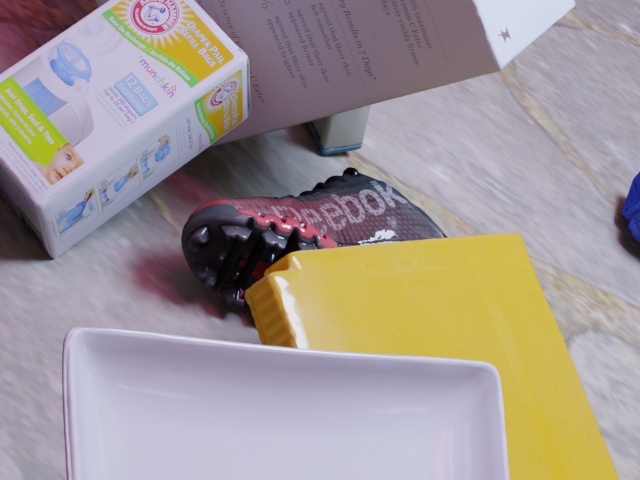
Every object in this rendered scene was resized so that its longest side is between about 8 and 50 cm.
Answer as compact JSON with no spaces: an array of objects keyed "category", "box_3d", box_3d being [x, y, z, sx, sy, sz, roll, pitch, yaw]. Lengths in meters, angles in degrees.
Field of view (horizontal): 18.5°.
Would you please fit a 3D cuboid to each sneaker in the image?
[{"category":"sneaker","box_3d":[0.000,0.000,1.638,0.276,0.097,0.135,11,43,-31]}]

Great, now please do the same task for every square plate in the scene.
[{"category":"square plate","box_3d":[-0.017,0.240,1.301,0.347,0.049,0.344,7,71,-31]}]

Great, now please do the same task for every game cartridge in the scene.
[{"category":"game cartridge","box_3d":[0.102,0.153,1.516,0.285,0.052,0.324,-4,66,-40]}]

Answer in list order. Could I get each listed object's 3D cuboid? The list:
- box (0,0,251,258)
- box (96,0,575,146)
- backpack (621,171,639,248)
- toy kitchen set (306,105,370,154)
[{"category":"box","box_3d":[-0.166,-0.101,1.538,0.203,0.103,0.114,-36,72,-16]},{"category":"box","box_3d":[0.000,-0.226,1.635,0.168,0.345,0.215,-41,113,-53]},{"category":"backpack","box_3d":[0.369,-0.018,1.950,0.120,0.098,0.101,35,57,-14]},{"category":"toy kitchen set","box_3d":[0.063,-0.162,1.884,0.207,0.122,0.166,-13,55,-21]}]
